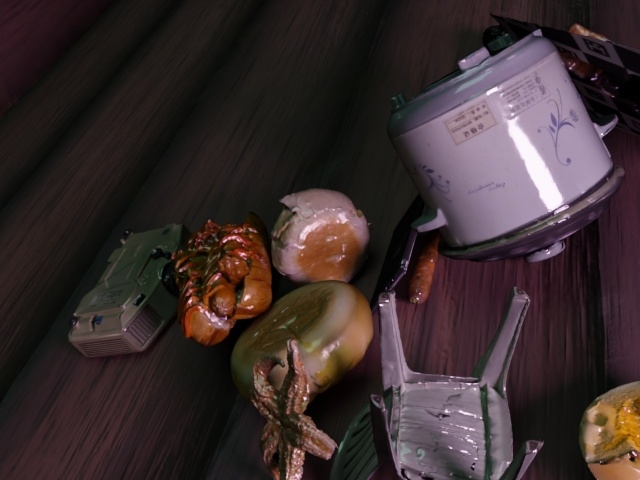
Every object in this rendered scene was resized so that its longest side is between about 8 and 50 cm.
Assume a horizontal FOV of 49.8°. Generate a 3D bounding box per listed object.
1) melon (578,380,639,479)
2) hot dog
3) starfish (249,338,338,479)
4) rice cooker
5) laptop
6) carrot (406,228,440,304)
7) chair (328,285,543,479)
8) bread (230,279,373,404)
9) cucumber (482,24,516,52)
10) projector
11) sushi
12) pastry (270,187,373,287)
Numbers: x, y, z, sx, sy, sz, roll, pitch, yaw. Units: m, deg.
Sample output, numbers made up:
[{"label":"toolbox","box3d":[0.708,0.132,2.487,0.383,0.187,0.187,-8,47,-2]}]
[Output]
[{"label":"melon","box3d":[0.337,0.197,0.686,0.160,0.079,0.128,-25,18,6]},{"label":"hot dog","box3d":[-0.159,0.039,1.092,0.158,0.117,0.349,-33,19,6]},{"label":"starfish","box3d":[-0.042,0.213,0.803,0.150,0.210,0.053,22,23,38]},{"label":"rice cooker","box3d":[0.247,-0.109,0.931,0.316,0.317,0.264,-29,7,-1]},{"label":"laptop","box3d":[0.117,0.011,1.023,0.016,0.129,0.180,26,49,-3]},{"label":"carrot","box3d":[0.158,0.032,1.029,0.035,0.036,0.165,-5,40,29]},{"label":"chair","box3d":[0.106,0.199,0.736,0.190,0.275,0.203,6,42,5]},{"label":"bread","box3d":[-0.024,0.146,0.947,0.213,0.105,0.213,-27,27,15]},{"label":"cucumber","box3d":[0.360,-0.352,1.324,0.072,0.072,0.300,-19,38,13]},{"label":"projector","box3d":[-0.324,0.079,1.243,0.193,0.088,0.270,-10,40,28]},{"label":"sushi","box3d":[0.436,-0.214,0.907,0.069,0.320,0.339,-57,35,8]},{"label":"pastry","box3d":[0.000,0.000,1.074,0.165,0.166,0.088,-36,29,-10]}]
